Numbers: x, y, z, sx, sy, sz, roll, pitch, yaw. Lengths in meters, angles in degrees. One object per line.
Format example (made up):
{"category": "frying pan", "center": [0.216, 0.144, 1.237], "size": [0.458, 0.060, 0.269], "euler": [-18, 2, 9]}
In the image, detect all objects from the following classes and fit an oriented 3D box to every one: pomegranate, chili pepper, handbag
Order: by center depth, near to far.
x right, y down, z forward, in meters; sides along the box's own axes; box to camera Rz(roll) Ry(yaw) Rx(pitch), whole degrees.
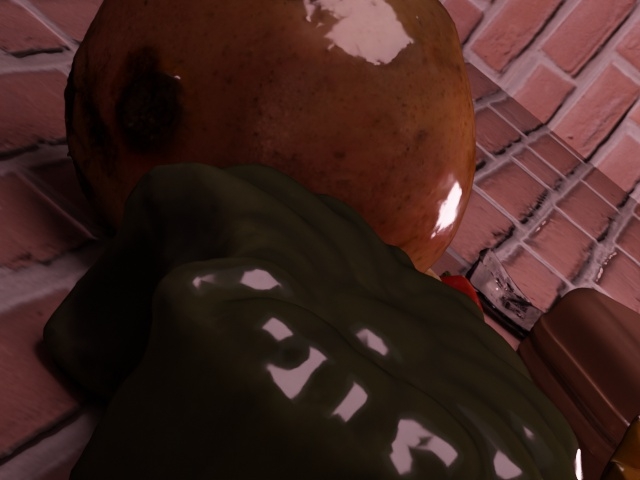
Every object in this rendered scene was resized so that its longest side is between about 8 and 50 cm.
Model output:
{"category": "pomegranate", "center": [-0.036, -0.093, 1.353], "size": [0.322, 0.322, 0.322], "euler": [36, 15, -11]}
{"category": "handbag", "center": [0.331, 0.198, 1.675], "size": [0.302, 0.149, 0.283], "euler": [29, 16, -39]}
{"category": "chili pepper", "center": [0.131, 0.076, 1.734], "size": [0.059, 0.050, 0.191], "euler": [50, 16, -27]}

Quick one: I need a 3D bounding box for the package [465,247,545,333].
{"category": "package", "center": [0.258, 0.102, 1.994], "size": [0.239, 0.030, 0.154], "euler": [40, 14, 3]}

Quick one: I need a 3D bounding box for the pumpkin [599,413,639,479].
{"category": "pumpkin", "center": [0.257, 0.267, 1.431], "size": [0.254, 0.130, 0.149], "euler": [48, -31, -19]}

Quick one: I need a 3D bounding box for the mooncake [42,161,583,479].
{"category": "mooncake", "center": [0.002, 0.107, 1.087], "size": [0.351, 0.187, 0.351], "euler": [36, 13, -10]}

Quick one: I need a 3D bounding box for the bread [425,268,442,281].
{"category": "bread", "center": [0.000, 0.000, 1.640], "size": [0.316, 0.054, 0.316], "euler": [35, 17, -12]}
